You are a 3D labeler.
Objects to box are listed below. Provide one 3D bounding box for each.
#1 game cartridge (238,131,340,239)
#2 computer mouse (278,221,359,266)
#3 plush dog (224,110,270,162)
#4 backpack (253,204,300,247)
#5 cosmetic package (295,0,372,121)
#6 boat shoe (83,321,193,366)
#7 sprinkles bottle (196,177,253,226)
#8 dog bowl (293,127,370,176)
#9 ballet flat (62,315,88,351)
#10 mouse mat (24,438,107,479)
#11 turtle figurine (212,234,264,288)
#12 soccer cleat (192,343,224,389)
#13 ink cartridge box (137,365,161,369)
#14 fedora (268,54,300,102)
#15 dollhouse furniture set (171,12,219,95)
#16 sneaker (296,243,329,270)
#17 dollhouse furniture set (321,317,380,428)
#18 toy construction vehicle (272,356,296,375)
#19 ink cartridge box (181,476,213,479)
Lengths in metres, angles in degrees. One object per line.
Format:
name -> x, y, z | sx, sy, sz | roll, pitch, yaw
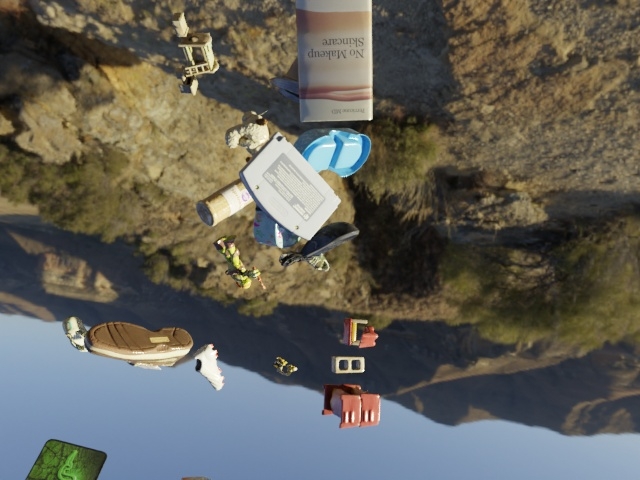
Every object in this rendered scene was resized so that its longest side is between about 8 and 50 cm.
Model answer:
game cartridge -> -0.094, -0.150, 1.517 | 0.297, 0.198, 0.062 | 46, 169, -24
computer mouse -> 0.000, 0.000, 1.661 | 0.272, 0.072, 0.188 | -27, 170, 29
plush dog -> -0.313, -0.500, 2.525 | 0.211, 0.262, 0.225 | 2, 132, 31
backpack -> -0.120, -0.100, 1.687 | 0.191, 0.253, 0.225 | 15, -171, 20
cosmetic package -> 0.031, -0.393, 1.030 | 0.153, 0.296, 0.129 | -2, -165, 6
boat shoe -> -0.421, 0.254, 1.162 | 0.258, 0.095, 0.095 | 18, -151, -45
sprinkles bottle -> -0.355, -0.191, 2.149 | 0.121, 0.121, 0.355 | -2, -151, 48
dog bowl -> 0.031, -0.292, 1.669 | 0.297, 0.165, 0.074 | -12, -132, -38
ballet flat -> -0.917, 0.380, 1.942 | 0.086, 0.086, 0.248 | 7, 144, 7
mouse mat -> -0.607, 0.567, 1.180 | 0.153, 0.189, 0.007 | 16, 134, -5
turtle figurine -> -0.307, 0.090, 1.815 | 0.087, 0.217, 0.270 | -32, -163, -24
soccer cleat -> -0.364, 0.415, 1.634 | 0.076, 0.196, 0.068 | -24, -141, -26
ink cartridge box -> -0.604, 0.432, 1.783 | 0.083, 0.028, 0.048 | 2, 151, 9
fedora -> -0.014, -0.446, 1.423 | 0.244, 0.124, 0.275 | 21, -171, -2
dollhouse furniture set -> -0.391, -0.573, 1.565 | 0.101, 0.160, 0.182 | 1, 149, 4
sneaker -> -0.022, 0.077, 2.124 | 0.086, 0.064, 0.192 | 55, -168, 31
dollhouse furniture set -> 0.112, 0.477, 1.875 | 0.152, 0.373, 0.201 | 4, 172, -18
toy construction vehicle -> -0.151, 0.508, 2.040 | 0.098, 0.035, 0.086 | 26, -177, 19
ink cartridge box -> -0.357, 0.785, 1.536 | 0.180, 0.045, 0.145 | -10, -158, 10
